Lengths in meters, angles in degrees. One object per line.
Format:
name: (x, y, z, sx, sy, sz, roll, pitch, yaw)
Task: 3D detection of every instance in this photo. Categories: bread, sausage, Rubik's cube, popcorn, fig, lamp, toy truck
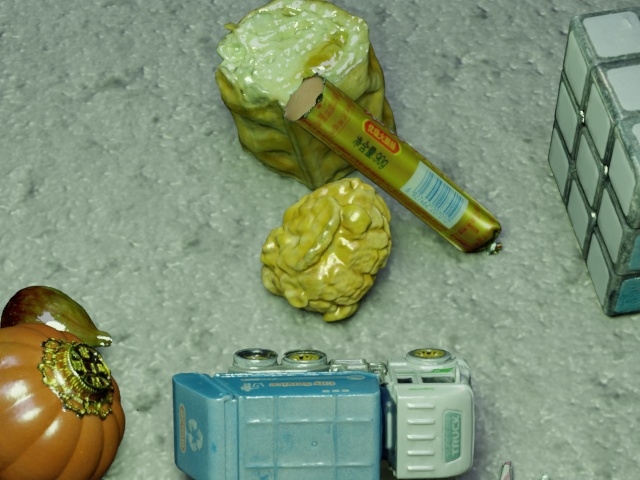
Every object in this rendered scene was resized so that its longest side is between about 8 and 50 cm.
bread: (-0.023, -0.205, 2.205, 0.238, 0.252, 0.196, -26, 61, -13)
sausage: (0.114, -0.086, 2.096, 0.371, 0.082, 0.082, 36, 49, -25)
Rubik's cube: (0.492, -0.117, 2.092, 0.305, 0.301, 0.304, -11, 53, -7)
popcorn: (0.006, 0.017, 2.074, 0.194, 0.140, 0.163, -30, 63, 27)
fig: (-0.337, 0.114, 2.041, 0.154, 0.103, 0.109, 3, 71, 15)
lamp: (-0.338, 0.204, 1.908, 0.196, 0.223, 0.223, -39, 48, 26)
toy truck: (0.007, 0.217, 1.893, 0.367, 0.146, 0.175, -2, 13, -4)

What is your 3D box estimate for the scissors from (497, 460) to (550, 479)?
scissors: (0.219, 0.350, 1.908, 0.133, 0.020, 0.187, 17, 55, 18)
